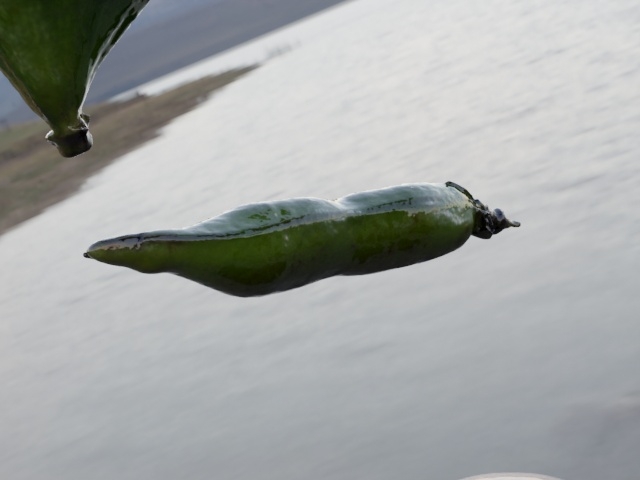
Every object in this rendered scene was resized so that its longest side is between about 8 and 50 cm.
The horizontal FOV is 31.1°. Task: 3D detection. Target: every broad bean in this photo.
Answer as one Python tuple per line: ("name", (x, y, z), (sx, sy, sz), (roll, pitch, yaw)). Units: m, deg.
("broad bean", (0.000, 0.000, 0.803), (0.339, 0.061, 0.077), (-10, -17, -32))

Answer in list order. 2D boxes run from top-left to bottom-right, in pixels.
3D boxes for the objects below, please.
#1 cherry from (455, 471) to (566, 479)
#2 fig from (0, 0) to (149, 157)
("cherry", (0.126, 0.258, 0.785), (0.239, 0.239, 0.206), (-24, 16, -10))
("fig", (-0.128, -0.164, 0.564), (0.203, 0.235, 0.203), (-1, -6, 0))
